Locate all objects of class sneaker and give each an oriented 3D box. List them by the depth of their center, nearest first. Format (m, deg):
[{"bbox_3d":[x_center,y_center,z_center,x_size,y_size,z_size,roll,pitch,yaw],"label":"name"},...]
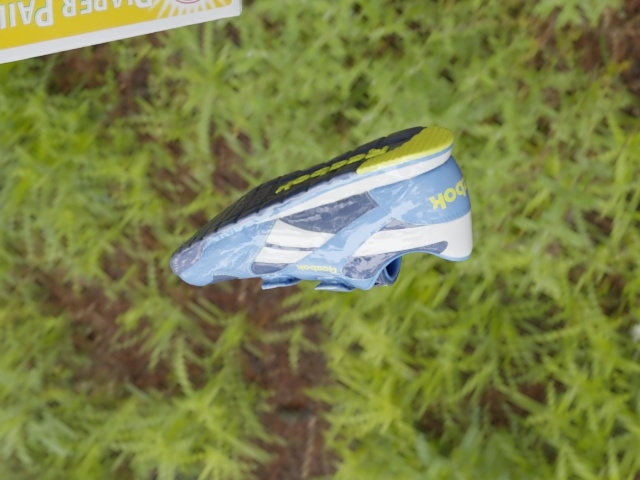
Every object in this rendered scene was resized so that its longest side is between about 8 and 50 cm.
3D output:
[{"bbox_3d":[0.000,0.000,0.705,0.144,0.053,0.059,-18,109,27],"label":"sneaker"}]

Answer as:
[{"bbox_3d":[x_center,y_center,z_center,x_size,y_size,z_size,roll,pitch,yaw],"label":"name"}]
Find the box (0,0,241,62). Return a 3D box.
[{"bbox_3d":[-0.146,-0.143,0.746,0.114,0.203,0.103,15,114,42],"label":"box"}]
